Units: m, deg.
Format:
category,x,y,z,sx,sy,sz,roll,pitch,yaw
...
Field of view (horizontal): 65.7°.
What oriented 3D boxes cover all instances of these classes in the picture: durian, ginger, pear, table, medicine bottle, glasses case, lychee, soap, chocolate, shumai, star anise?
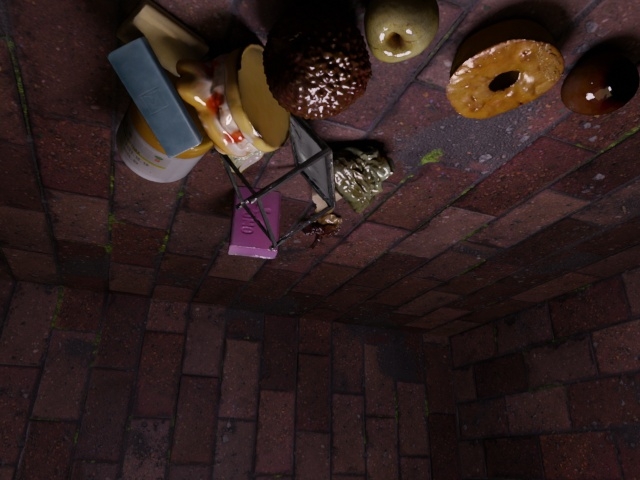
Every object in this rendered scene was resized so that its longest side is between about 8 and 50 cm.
category,x,y,z,sx,sy,sz,roll,pitch,yaw
durian,-0.231,-0.309,1.549,0.208,0.102,0.146,-27,150,4
ginger,0.032,-0.096,2.028,0.133,0.059,0.214,14,152,-9
pear,0.176,-0.483,1.098,0.167,0.137,0.167,4,155,2
table,-0.129,-0.182,1.519,0.272,0.222,0.335,-35,157,-11
medicine bottle,-0.420,-0.309,1.370,0.238,0.238,0.232,17,151,-31
glasses case,-0.382,-0.335,1.171,0.056,0.105,0.266,21,143,57
lychee,0.001,-0.403,1.141,0.267,0.267,0.267,1,155,0
soap,-0.246,-0.067,1.858,0.181,0.259,0.081,8,153,-12
chocolate,0.701,-0.396,1.262,0.176,0.177,0.177,1,155,0
shumai,0.128,-0.233,1.637,0.218,0.189,0.256,-32,137,16
star anise,-0.010,-0.002,2.014,0.140,0.144,0.158,23,152,-33

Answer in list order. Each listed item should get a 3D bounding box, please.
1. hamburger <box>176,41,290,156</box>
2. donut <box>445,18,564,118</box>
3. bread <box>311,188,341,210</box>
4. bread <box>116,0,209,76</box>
category,x,y,z,sx,sy,sz,roll,pitch,yaw
hamburger,-0.217,-0.347,1.245,0.186,0.261,0.302,-7,175,20
donut,0.451,-0.427,1.234,0.277,0.108,0.277,0,155,0
bread,0.046,-0.171,1.835,0.152,0.077,0.105,-3,151,17
bread,-0.380,-0.487,1.197,0.139,0.060,0.178,-20,147,36
